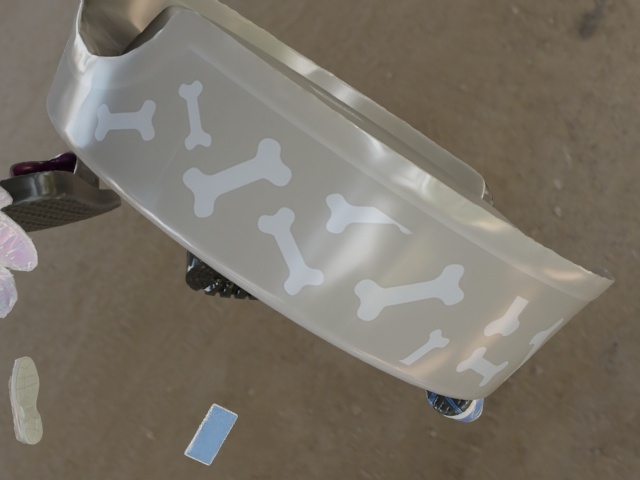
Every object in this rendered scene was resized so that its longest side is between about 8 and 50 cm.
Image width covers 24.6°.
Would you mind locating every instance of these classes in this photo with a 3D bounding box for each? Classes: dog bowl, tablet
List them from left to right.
[{"bbox_3d":[-0.155,0.275,2.085,0.006,0.054,0.083,26,85,47],"label":"tablet"},{"bbox_3d":[-0.003,-0.036,0.847,0.349,0.348,0.102,41,100,41],"label":"dog bowl"}]

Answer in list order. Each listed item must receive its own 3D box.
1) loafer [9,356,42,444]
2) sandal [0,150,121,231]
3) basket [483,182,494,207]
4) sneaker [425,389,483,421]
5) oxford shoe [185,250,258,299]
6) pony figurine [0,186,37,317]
[{"bbox_3d":[-0.425,0.228,2.086,0.039,0.045,0.125,-4,93,40],"label":"loafer"},{"bbox_3d":[-0.390,-0.082,2.137,0.167,0.446,0.107,-13,86,-2],"label":"sandal"},{"bbox_3d":[0.045,-0.041,1.589,0.204,0.227,0.154,-19,65,29],"label":"basket"},{"bbox_3d":[0.154,0.117,1.739,0.080,0.081,0.211,-10,62,21],"label":"sneaker"},{"bbox_3d":[0.000,0.000,1.199,0.083,0.227,0.096,-48,39,47],"label":"oxford shoe"},{"bbox_3d":[-0.356,0.008,0.723,0.302,0.351,0.363,-19,42,18],"label":"pony figurine"}]
